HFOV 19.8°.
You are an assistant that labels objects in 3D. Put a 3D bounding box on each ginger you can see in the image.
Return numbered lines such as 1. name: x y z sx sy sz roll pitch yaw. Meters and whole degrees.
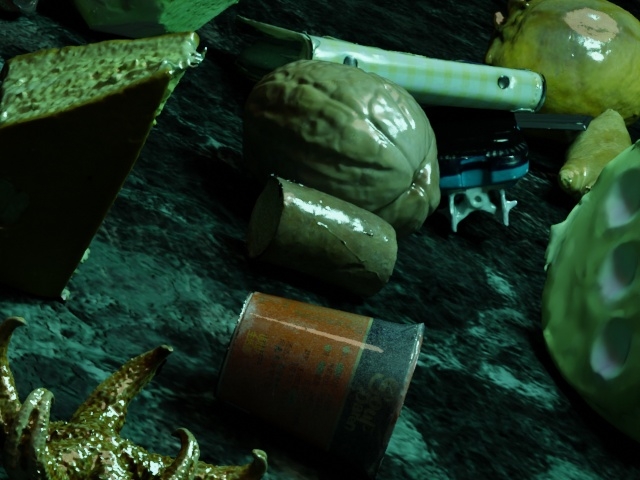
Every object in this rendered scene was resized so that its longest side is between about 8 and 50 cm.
1. ginger: 0.373 -0.022 2.143 0.348 0.122 0.363 36 28 28

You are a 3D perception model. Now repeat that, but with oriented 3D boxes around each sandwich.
1. sandwich: -0.193 -0.075 1.388 0.128 0.235 0.122 24 32 -15

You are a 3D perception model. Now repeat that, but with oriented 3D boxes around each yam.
1. yam: 0.000 -0.003 1.659 0.127 0.084 0.084 18 22 -25

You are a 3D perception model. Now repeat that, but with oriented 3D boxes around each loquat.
1. loquat: 0.326 -0.219 2.393 0.238 0.193 0.238 20 -10 4

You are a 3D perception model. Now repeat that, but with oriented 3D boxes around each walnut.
1. walnut: 0.013 -0.092 1.772 0.178 0.178 0.230 6 17 -44

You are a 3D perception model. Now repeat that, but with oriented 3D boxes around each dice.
1. dice: 0.375 0.058 1.722 0.254 0.252 0.250 15 23 -31

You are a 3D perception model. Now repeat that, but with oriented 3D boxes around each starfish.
1. starfish: -0.131 0.124 1.204 0.190 0.074 0.146 19 23 -21

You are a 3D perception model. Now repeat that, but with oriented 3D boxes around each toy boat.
1. toy boat: 0.161 -0.084 2.057 0.134 0.092 0.299 -4 14 3

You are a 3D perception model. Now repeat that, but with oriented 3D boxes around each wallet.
1. wallet: 0.073 -0.197 2.111 0.309 0.077 0.223 5 6 -29

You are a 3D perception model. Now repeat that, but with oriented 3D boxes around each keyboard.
1. keyboard: 0.235 -0.149 2.272 0.198 0.010 0.063 3 19 16

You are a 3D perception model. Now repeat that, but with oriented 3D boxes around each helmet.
1. helmet: -0.334 -0.269 1.945 0.065 0.049 0.084 50 32 -40

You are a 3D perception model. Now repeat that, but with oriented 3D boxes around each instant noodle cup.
1. instant noodle cup: -0.003 0.100 1.376 0.136 0.127 0.127 18 20 2

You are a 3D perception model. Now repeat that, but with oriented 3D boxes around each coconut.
1. coconut: -0.194 -0.318 2.038 0.204 0.236 0.236 57 2 -33
